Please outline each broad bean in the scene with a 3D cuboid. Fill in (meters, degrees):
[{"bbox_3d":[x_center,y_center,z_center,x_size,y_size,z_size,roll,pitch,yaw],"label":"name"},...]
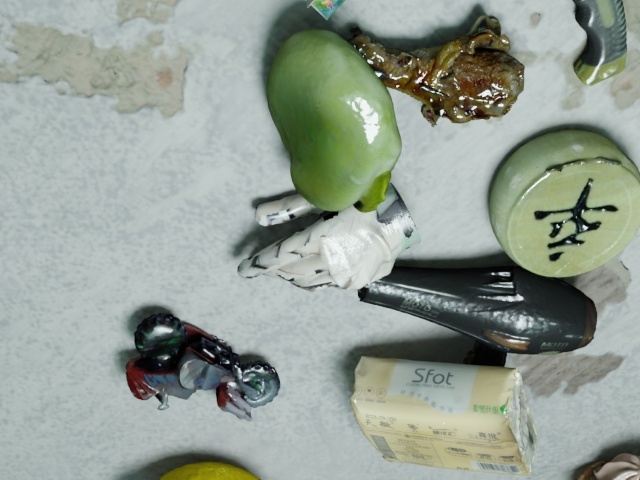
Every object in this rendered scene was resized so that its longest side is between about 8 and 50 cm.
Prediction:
[{"bbox_3d":[0.016,-0.122,1.279,0.100,0.169,0.228,-47,127,-26],"label":"broad bean"}]

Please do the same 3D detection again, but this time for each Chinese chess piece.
[{"bbox_3d":[0.299,-0.043,1.431,0.188,0.083,0.188,-7,126,-9],"label":"Chinese chess piece"}]

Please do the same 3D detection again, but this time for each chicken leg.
[{"bbox_3d":[0.127,-0.183,1.306,0.196,0.080,0.125,-5,117,2],"label":"chicken leg"}]

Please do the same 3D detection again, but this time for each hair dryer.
[{"bbox_3d":[0.178,0.165,1.568,0.303,0.120,0.359,6,134,-5],"label":"hair dryer"}]

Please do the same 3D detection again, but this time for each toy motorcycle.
[{"bbox_3d":[-0.157,0.175,1.505,0.213,0.082,0.122,29,115,-27],"label":"toy motorcycle"}]

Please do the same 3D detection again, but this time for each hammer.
[{"bbox_3d":[0.293,-0.277,1.283,0.158,0.041,0.226,-19,126,6],"label":"hammer"}]

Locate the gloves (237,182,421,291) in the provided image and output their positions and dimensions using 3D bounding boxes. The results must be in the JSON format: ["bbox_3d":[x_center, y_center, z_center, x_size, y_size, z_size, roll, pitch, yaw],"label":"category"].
[{"bbox_3d":[0.003,0.006,1.400,0.212,0.111,0.127,-27,132,0],"label":"gloves"}]

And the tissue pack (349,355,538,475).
[{"bbox_3d":[0.161,0.229,1.536,0.222,0.090,0.186,2,143,25],"label":"tissue pack"}]

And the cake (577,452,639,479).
[{"bbox_3d":[0.472,0.387,1.713,0.207,0.185,0.178,21,127,2],"label":"cake"}]

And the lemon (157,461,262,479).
[{"bbox_3d":[-0.147,0.396,1.609,0.244,0.187,0.187,28,117,-21],"label":"lemon"}]

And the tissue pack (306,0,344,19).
[{"bbox_3d":[0.015,-0.290,1.196,0.111,0.079,0.085,-41,122,19],"label":"tissue pack"}]
